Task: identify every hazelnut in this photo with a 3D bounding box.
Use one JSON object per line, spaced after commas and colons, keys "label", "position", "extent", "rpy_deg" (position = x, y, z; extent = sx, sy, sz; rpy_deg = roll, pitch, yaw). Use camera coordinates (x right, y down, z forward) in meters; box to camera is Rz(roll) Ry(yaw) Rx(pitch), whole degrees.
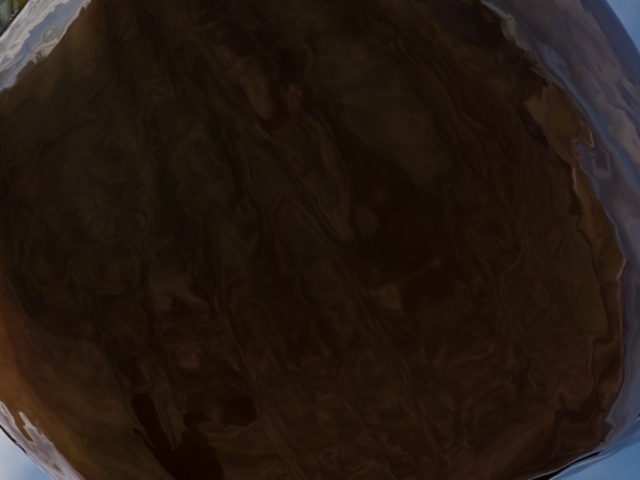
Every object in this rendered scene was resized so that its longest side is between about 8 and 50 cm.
{"label": "hazelnut", "position": [0.000, -0.007, 0.402], "extent": [0.210, 0.186, 0.210], "rpy_deg": [0, -90, 19]}

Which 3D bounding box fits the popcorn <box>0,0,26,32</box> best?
{"label": "popcorn", "position": [-0.327, -0.339, 1.113], "extent": [0.390, 0.344, 0.354], "rpy_deg": [-40, -118, 28]}
